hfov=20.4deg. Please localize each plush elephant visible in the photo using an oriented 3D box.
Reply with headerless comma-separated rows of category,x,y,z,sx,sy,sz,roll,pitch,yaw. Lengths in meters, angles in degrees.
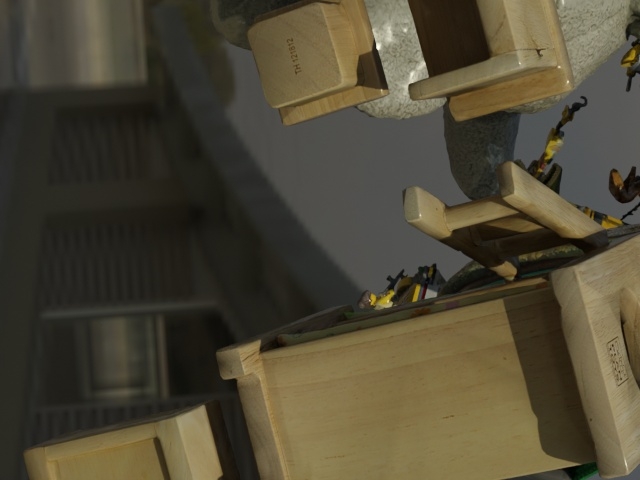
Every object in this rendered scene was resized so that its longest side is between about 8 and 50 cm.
plush elephant,0.089,-0.149,0.980,0.330,0.271,0.255,100,-16,-58

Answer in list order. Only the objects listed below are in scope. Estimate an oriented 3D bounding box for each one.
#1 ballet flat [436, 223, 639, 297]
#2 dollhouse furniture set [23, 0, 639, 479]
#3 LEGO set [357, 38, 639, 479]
ballet flat,0.224,0.028,0.837,0.123,0.348,0.123,-9,90,-72
dollhouse furniture set,0.000,0.000,0.546,0.101,0.182,0.161,-15,91,-67
LEGO set,0.136,0.010,1.122,0.331,0.192,0.255,139,-31,-70
